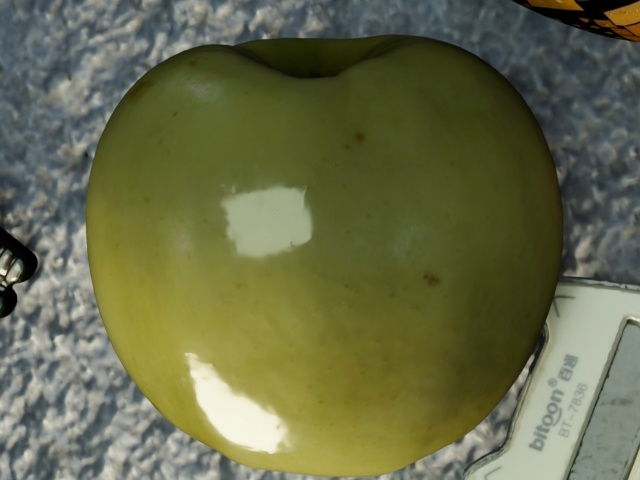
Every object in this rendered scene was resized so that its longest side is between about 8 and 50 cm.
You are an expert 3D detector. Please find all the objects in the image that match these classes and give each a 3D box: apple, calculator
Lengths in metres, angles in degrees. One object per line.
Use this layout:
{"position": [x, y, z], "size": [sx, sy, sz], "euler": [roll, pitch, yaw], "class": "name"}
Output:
{"position": [0.000, 0.000, 1.087], "size": [0.262, 0.262, 0.262], "euler": [1, 92, 19], "class": "apple"}
{"position": [0.227, 0.128, 1.119], "size": [0.268, 0.040, 0.177], "euler": [23, 99, 16], "class": "calculator"}

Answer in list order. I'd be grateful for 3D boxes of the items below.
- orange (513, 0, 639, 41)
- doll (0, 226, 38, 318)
{"position": [0.165, -0.202, 1.035], "size": [0.234, 0.234, 0.182], "euler": [39, 133, 14], "class": "orange"}
{"position": [-0.279, -0.030, 1.272], "size": [0.219, 0.067, 0.091], "euler": [35, 112, 9], "class": "doll"}
